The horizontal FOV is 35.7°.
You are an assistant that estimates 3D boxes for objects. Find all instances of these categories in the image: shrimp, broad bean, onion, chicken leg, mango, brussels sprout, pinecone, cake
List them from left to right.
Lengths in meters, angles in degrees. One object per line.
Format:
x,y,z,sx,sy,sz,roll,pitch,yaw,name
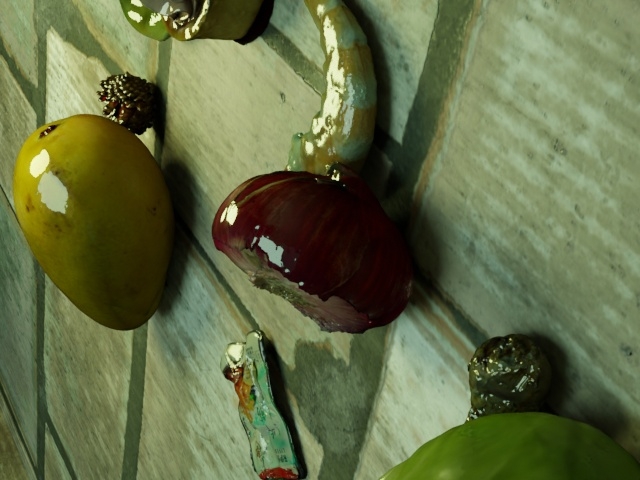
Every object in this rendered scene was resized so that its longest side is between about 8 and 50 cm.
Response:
-0.380,-0.019,1.717,0.300,0.232,0.445,29,145,26,mango
-0.321,-0.232,1.685,0.102,0.102,0.109,30,156,53,pinecone
-0.242,-0.382,1.506,0.207,0.072,0.153,-10,98,60,broad bean
-0.175,-0.347,1.297,0.185,0.178,0.207,23,122,55,cake
-0.003,0.011,1.103,0.248,0.161,0.248,43,164,16,onion
0.005,-0.175,1.146,0.185,0.068,0.287,13,111,60,shrimp
0.174,0.161,0.983,0.085,0.069,0.198,34,141,21,chicken leg
0.161,0.311,0.842,0.344,0.268,0.344,-52,16,22,brussels sprout

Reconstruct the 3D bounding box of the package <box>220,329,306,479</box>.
-0.096,0.254,1.511,0.166,0.040,0.232,-22,82,60,package
